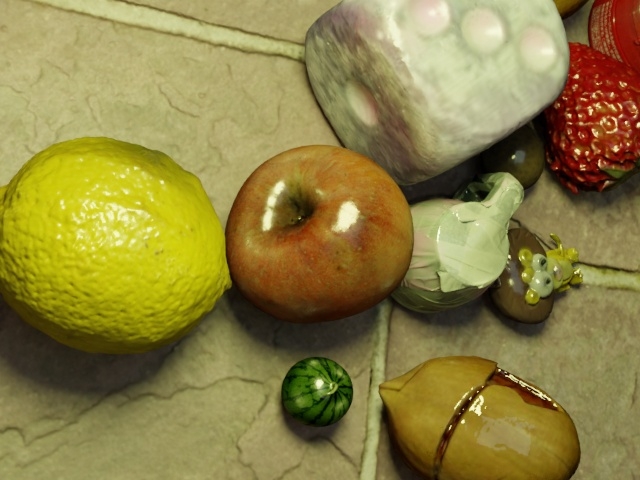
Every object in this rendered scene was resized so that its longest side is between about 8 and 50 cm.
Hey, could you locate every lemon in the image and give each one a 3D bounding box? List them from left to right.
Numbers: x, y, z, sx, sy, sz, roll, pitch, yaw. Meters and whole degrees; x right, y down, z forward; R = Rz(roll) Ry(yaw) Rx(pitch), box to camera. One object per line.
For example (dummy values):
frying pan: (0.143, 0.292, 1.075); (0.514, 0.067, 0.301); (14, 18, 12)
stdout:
lemon: (-0.253, 0.010, 1.411); (0.322, 0.268, 0.268); (13, 78, -16)

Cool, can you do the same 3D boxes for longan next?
longan: (0.286, -0.127, 1.738); (0.113, 0.092, 0.113); (-3, 98, -20)

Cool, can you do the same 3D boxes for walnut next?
walnut: (0.214, 0.271, 1.607); (0.298, 0.203, 0.203); (20, 75, -1)

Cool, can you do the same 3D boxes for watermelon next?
watermelon: (-0.001, 0.205, 1.572); (0.109, 0.109, 0.109); (3, 82, -22)

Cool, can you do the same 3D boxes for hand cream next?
hand cream: (0.556, -0.341, 1.850); (0.230, 0.149, 0.230); (4, 81, -24)

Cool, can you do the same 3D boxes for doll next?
doll: (0.321, 0.041, 1.734); (0.188, 0.096, 0.145); (-36, 105, -32)

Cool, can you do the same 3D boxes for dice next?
dice: (0.160, -0.251, 1.608); (0.271, 0.270, 0.270); (-34, 97, -22)

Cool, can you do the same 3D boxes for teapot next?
teapot: (0.206, 0.006, 1.643); (0.222, 0.178, 0.163); (-25, 93, -24)

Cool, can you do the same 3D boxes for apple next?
apple: (0.000, 0.000, 1.539); (0.254, 0.253, 0.253); (3, 82, -22)

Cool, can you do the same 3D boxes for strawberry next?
strawberry: (0.415, -0.203, 1.775); (0.205, 0.205, 0.244); (-32, 73, -23)

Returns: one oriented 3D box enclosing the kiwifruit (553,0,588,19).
kiwifruit: (0.314, -0.437, 1.742); (0.196, 0.196, 0.234); (-26, 93, -23)
